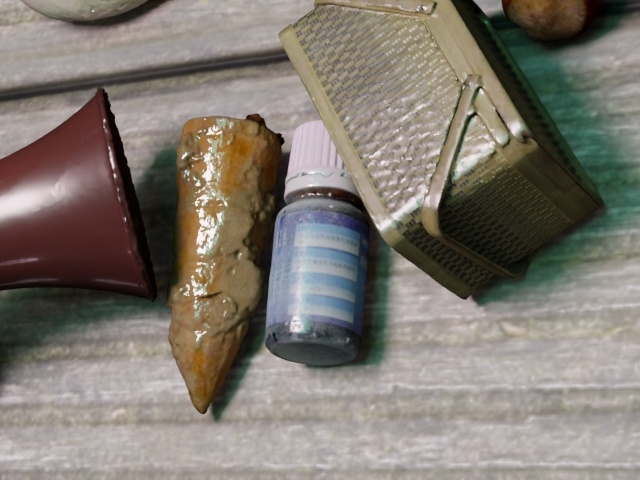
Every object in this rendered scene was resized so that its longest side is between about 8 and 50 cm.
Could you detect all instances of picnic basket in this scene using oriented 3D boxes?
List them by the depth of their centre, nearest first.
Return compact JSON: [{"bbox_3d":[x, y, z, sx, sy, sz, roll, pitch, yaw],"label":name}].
[{"bbox_3d":[0.095,-0.100,1.371,0.139,0.165,0.267,-36,55,14],"label":"picnic basket"}]

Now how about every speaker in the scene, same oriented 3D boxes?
[{"bbox_3d":[-0.309,0.016,1.530,0.329,0.259,0.198,-17,64,3],"label":"speaker"}]

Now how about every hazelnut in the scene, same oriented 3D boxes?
[{"bbox_3d":[0.195,-0.207,1.417,0.086,0.086,0.086,-12,64,26],"label":"hazelnut"}]

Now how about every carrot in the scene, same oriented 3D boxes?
[{"bbox_3d":[-0.092,0.022,1.488,0.102,0.102,0.263,-1,76,30],"label":"carrot"}]

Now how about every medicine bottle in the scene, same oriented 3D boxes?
[{"bbox_3d":[0.000,0.000,1.435,0.083,0.083,0.203,-7,68,28],"label":"medicine bottle"}]

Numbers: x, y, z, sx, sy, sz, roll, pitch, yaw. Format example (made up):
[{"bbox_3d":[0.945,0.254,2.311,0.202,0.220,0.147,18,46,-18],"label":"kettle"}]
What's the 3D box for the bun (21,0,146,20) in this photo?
[{"bbox_3d":[-0.238,-0.371,1.672,0.293,0.187,0.293,-14,62,28],"label":"bun"}]
